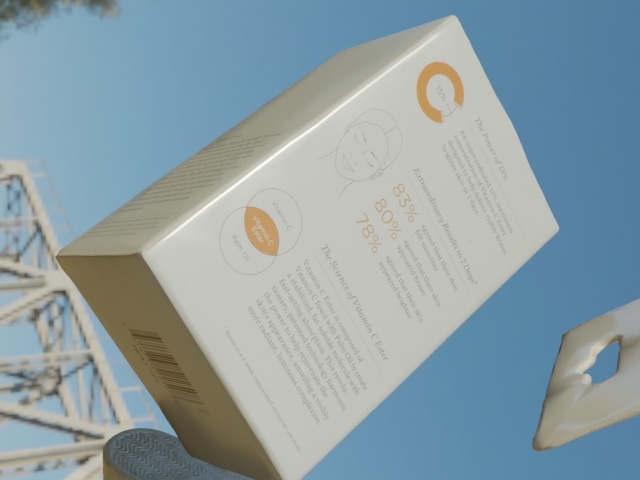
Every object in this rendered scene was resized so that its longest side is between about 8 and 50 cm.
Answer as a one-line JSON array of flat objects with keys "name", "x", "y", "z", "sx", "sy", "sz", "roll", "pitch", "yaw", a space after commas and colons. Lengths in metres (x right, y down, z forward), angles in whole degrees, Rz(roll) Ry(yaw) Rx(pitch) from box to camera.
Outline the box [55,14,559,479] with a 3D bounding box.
[{"name": "box", "x": 0.000, "y": 0.000, "z": 0.865, "sx": 0.168, "sy": 0.345, "sz": 0.215, "roll": -2, "pitch": -58, "yaw": 56}]

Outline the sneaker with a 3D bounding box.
[{"name": "sneaker", "x": -0.081, "y": 0.304, "z": 0.933, "sx": 0.292, "sy": 0.108, "sz": 0.169, "roll": 26, "pitch": -62, "yaw": 28}]

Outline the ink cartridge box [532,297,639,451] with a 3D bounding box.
[{"name": "ink cartridge box", "x": 0.170, "y": 0.037, "z": 0.304, "sx": 0.198, "sy": 0.115, "sz": 0.067, "roll": -22, "pitch": -85, "yaw": 22}]
